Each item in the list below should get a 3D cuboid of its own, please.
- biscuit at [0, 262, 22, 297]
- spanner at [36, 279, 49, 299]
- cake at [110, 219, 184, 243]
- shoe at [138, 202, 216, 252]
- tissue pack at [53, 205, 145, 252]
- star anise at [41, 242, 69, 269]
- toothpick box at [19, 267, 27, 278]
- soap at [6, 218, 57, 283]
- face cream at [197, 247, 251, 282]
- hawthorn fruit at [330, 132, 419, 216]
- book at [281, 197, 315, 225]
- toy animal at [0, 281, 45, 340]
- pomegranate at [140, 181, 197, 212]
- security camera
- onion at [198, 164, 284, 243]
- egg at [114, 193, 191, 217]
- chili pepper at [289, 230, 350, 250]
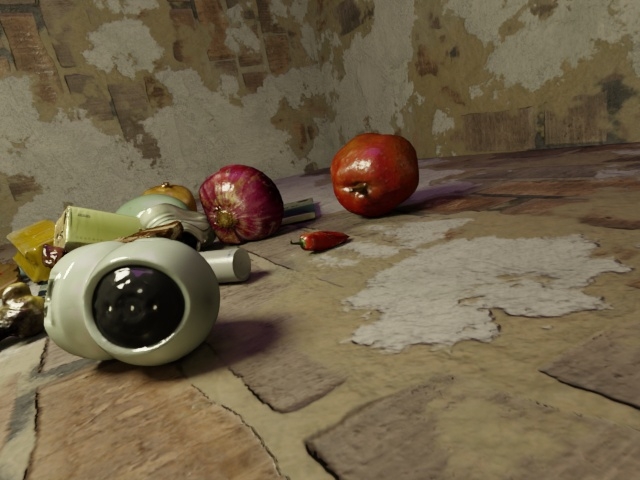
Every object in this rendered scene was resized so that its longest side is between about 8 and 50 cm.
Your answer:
[{"bbox_3d":[-1.061,0.122,1.315,0.183,0.047,0.320,-25,30,-30],"label":"biscuit"},{"bbox_3d":[-0.764,0.142,1.162,0.087,0.024,0.316,-16,13,-26],"label":"spanner"},{"bbox_3d":[-0.421,0.036,1.045,0.246,0.135,0.112,-7,20,39],"label":"cake"},{"bbox_3d":[-0.395,0.000,1.248,0.124,0.159,0.316,-37,-22,11],"label":"shoe"},{"bbox_3d":[-0.627,-0.007,1.201,0.234,0.125,0.159,9,-24,-40],"label":"tissue pack"},{"bbox_3d":[-0.633,0.083,1.084,0.196,0.111,0.212,26,-2,6],"label":"star anise"},{"bbox_3d":[-1.065,0.116,1.436,0.083,0.052,0.052,-18,15,-32],"label":"toothpick box"},{"bbox_3d":[-0.899,0.017,1.428,0.281,0.143,0.259,14,30,41],"label":"soap"},{"bbox_3d":[-0.287,0.066,0.966,0.250,0.077,0.077,-5,15,23],"label":"face cream"},{"bbox_3d":[0.155,-0.198,1.299,0.287,0.287,0.330,-4,21,28],"label":"hawthorn fruit"},{"bbox_3d":[-0.151,-0.106,1.643,0.264,0.031,0.379,-13,14,0],"label":"book"},{"bbox_3d":[-0.662,0.167,0.800,0.169,0.121,0.233,8,24,25],"label":"toy animal"},{"bbox_3d":[-0.626,-0.129,1.699,0.248,0.248,0.248,-11,14,3],"label":"pomegranate"},{"bbox_3d":[-0.263,0.091,0.628,0.236,0.194,0.194,-2,16,23],"label":"security camera"},{"bbox_3d":[-0.243,-0.127,1.348,0.231,0.256,0.272,-17,40,23],"label":"onion"},{"bbox_3d":[-0.582,-0.059,1.435,0.283,0.202,0.203,-12,14,8],"label":"egg"},{"bbox_3d":[-0.001,0.001,1.062,0.191,0.050,0.059,-6,6,-34],"label":"chili pepper"}]
